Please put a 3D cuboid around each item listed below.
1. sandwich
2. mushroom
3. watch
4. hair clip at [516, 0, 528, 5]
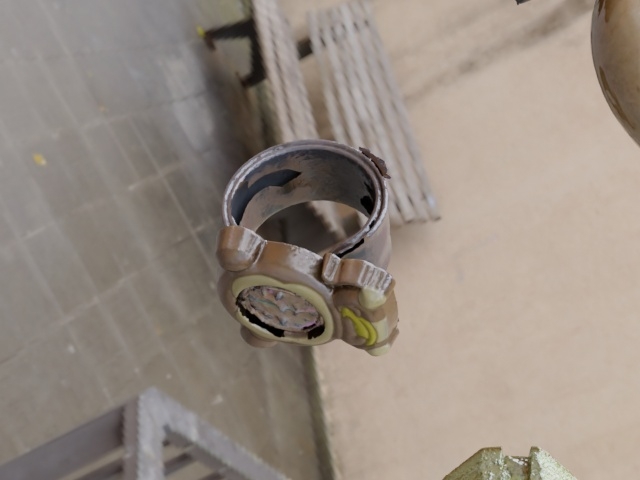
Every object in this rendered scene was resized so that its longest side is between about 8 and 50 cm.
[{"bbox_3d":[0.302,0.381,1.815,0.090,0.244,0.088,-75,160,-55],"label":"sandwich"},{"bbox_3d":[0.472,-0.238,1.351,0.292,0.290,0.292,20,59,-36],"label":"mushroom"},{"bbox_3d":[0.000,0.000,1.994,0.314,0.335,0.327,78,27,-52],"label":"watch"},{"bbox_3d":[0.243,-0.388,1.498,0.056,0.146,0.187,-10,74,-46],"label":"hair clip"}]
